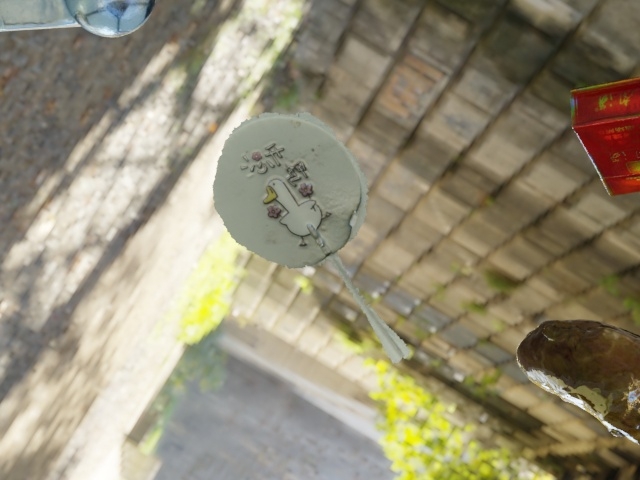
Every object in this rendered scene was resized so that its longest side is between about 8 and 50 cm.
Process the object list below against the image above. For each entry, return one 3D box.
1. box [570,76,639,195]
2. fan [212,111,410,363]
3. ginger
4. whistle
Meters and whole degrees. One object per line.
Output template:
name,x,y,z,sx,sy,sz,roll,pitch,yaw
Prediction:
box,0.593,-0.188,2.354,0.313,0.198,0.089,41,45,-57
fan,0.000,0.000,1.838,0.233,0.414,0.012,-29,174,-21
ginger,0.451,0.204,2.033,0.165,0.321,0.172,-30,135,-32
whistle,-0.366,-0.396,2.040,0.290,0.163,0.163,-12,149,-36
